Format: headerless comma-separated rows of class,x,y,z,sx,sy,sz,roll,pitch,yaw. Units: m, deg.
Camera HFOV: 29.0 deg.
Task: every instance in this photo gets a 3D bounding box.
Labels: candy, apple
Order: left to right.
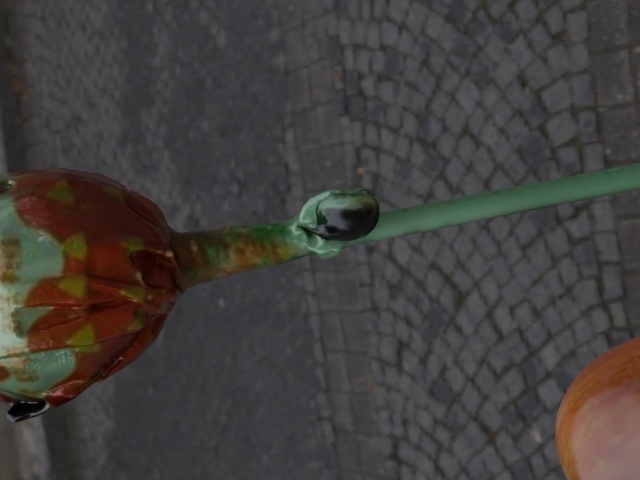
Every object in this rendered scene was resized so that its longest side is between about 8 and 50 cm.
candy,0.000,0.001,0.458,0.078,0.288,0.084,-168,69,-75
apple,0.308,0.170,0.921,0.242,0.241,0.242,-20,-90,-86
